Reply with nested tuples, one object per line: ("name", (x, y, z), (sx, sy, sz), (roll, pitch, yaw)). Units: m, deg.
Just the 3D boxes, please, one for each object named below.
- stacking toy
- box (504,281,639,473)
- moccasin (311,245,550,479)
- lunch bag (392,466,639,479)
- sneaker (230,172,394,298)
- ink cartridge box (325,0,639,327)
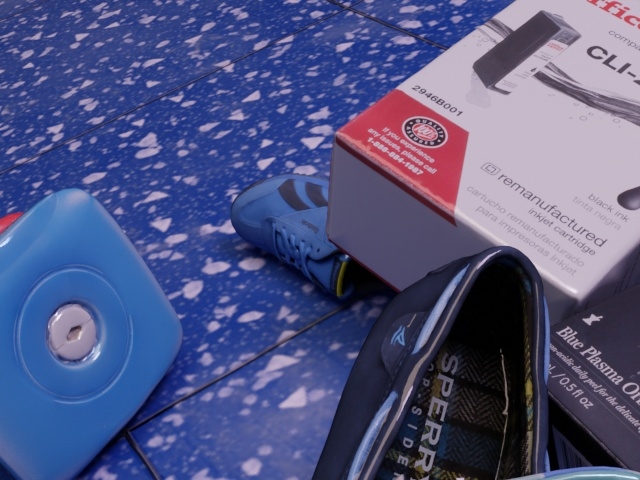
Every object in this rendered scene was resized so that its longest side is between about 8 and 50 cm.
("stacking toy", (-0.269, 0.069, 0.823), (0.302, 0.166, 0.175), (-4, 36, 45))
("box", (0.210, 0.098, 0.587), (0.158, 0.093, 0.156), (-24, 33, -12))
("moccasin", (0.038, 0.144, 0.488), (0.137, 0.117, 0.342), (16, 55, -11))
("lunch bag", (0.047, 0.217, 0.347), (0.224, 0.108, 0.279), (-16, 75, 6))
("sneaker", (0.000, 0.000, 0.847), (0.209, 0.069, 0.082), (9, 44, 34))
("ink cartridge box", (0.167, -0.056, 0.759), (0.197, 0.114, 0.273), (36, 56, 25))
